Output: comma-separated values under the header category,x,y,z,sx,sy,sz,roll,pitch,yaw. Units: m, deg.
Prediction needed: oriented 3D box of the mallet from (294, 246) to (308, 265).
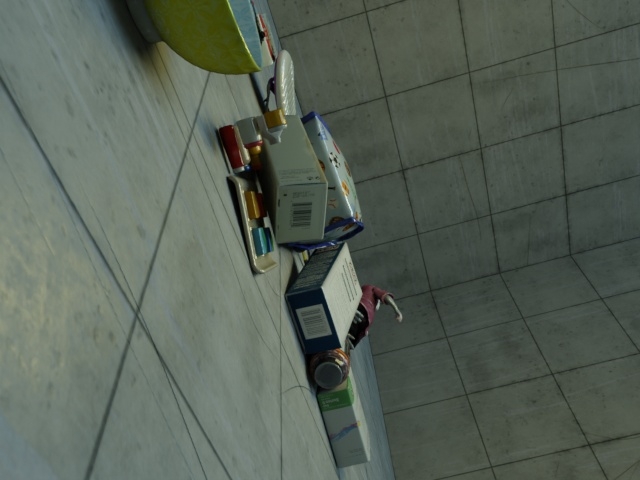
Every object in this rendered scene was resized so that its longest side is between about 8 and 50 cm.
category,x,y,z,sx,sy,sz,roll,pitch,yaw
mallet,-0.050,0.058,1.944,0.062,0.039,0.190,-98,175,-48

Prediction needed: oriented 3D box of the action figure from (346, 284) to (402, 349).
category,x,y,z,sx,sy,sz,roll,pitch,yaw
action figure,0.143,0.256,2.359,0.276,0.248,0.370,50,30,-4

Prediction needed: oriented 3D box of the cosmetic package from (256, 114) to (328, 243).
category,x,y,z,sx,sy,sz,roll,pitch,yaw
cosmetic package,-0.075,-0.150,1.435,0.309,0.113,0.160,-108,-162,-48

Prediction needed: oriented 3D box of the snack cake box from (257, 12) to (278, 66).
category,x,y,z,sx,sy,sz,roll,pitch,yaw
snack cake box,-0.204,-0.636,1.977,0.264,0.089,0.152,-89,165,-70

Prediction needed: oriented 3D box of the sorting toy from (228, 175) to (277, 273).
category,x,y,z,sx,sy,sz,roll,pitch,yaw
sorting toy,-0.134,-0.037,1.323,0.193,0.038,0.208,-29,103,-84

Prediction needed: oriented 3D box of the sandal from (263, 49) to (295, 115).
category,x,y,z,sx,sy,sz,roll,pitch,yaw
sandal,-0.143,-0.437,2.063,0.416,0.102,0.169,88,8,-52

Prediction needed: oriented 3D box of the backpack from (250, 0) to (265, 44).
category,x,y,z,sx,sy,sz,roll,pitch,yaw
backpack,-0.212,-0.540,1.488,0.158,0.117,0.173,-93,167,-64

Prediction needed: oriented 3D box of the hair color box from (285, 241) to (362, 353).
category,x,y,z,sx,sy,sz,roll,pitch,yaw
hair color box,0.018,0.146,1.679,0.347,0.105,0.174,-55,130,-68

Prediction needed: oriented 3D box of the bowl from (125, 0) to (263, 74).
category,x,y,z,sx,sy,sz,roll,pitch,yaw
bowl,-0.203,-0.375,0.936,0.289,0.156,0.289,-16,90,-84

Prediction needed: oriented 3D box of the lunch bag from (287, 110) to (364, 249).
category,x,y,z,sx,sy,sz,roll,pitch,yaw
lunch bag,-0.016,-0.149,1.792,0.385,0.239,0.328,3,69,-77

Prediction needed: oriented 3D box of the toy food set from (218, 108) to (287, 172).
category,x,y,z,sx,sy,sz,roll,pitch,yaw
toy food set,-0.136,-0.195,1.272,0.232,0.111,0.104,3,-69,63

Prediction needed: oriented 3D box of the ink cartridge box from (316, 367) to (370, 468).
category,x,y,z,sx,sy,sz,roll,pitch,yaw
ink cartridge box,0.064,0.469,1.653,0.154,0.093,0.212,-67,140,-80

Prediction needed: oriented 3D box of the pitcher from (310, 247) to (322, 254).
category,x,y,z,sx,sy,sz,roll,pitch,yaw
pitcher,0.000,0.000,2.240,0.178,0.125,0.207,113,-23,-65

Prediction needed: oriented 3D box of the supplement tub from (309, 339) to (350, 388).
category,x,y,z,sx,sy,sz,roll,pitch,yaw
supplement tub,0.025,0.316,1.615,0.198,0.106,0.106,-70,145,-79
